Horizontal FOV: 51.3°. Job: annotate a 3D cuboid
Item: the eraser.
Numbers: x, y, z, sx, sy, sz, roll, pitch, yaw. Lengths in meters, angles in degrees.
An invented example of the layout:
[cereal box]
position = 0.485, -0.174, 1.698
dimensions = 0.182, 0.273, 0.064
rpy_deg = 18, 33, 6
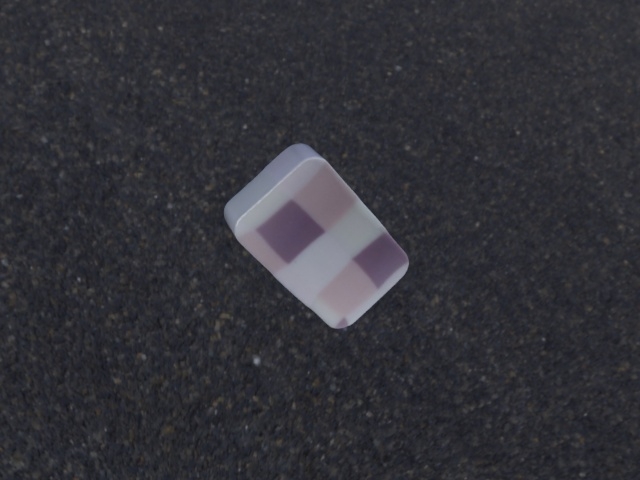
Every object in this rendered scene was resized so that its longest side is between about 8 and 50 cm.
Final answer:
[eraser]
position = 0.000, 0.000, 0.378
dimensions = 0.065, 0.105, 0.026
rpy_deg = -45, 34, 1
